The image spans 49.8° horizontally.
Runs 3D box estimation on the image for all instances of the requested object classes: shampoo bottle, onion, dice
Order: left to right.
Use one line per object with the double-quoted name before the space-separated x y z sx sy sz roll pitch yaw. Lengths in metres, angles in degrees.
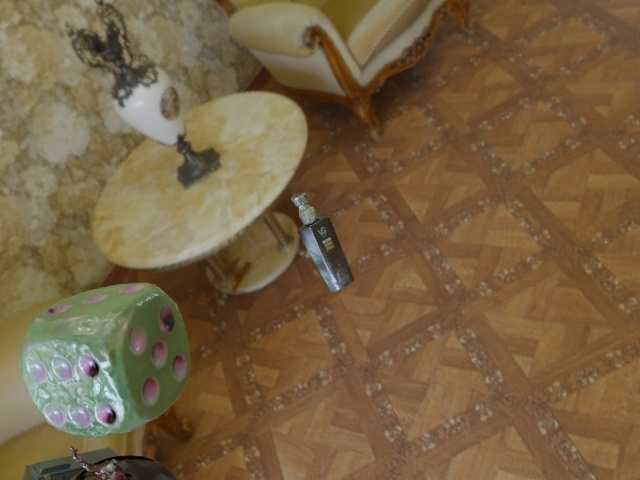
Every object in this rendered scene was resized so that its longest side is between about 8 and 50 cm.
"dice" -0.554 0.303 1.797 0.322 0.319 0.330 -6 14 23
"onion" -0.395 0.517 1.337 0.272 0.285 0.273 -2 25 1
"shampoo bottle" -0.001 0.000 1.392 0.057 0.208 0.063 -31 9 -37

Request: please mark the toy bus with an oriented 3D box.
"toy bus" -0.712 0.711 1.998 0.275 0.167 0.138 -4 6 -35
